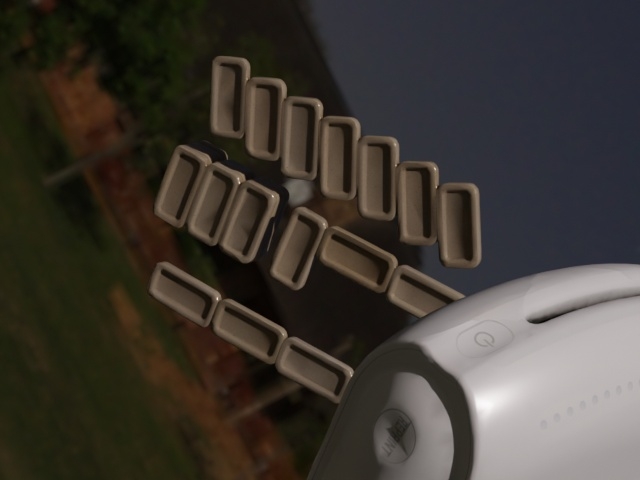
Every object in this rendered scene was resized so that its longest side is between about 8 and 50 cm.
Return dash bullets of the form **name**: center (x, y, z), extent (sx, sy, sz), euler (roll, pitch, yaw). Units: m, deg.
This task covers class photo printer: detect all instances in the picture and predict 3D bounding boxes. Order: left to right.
- **photo printer**: center (0.094, 0.150, 0.988), extent (0.107, 0.256, 0.307), euler (42, -57, 33)

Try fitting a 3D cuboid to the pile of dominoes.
- **pile of dominoes**: center (0.000, 0.000, 1.313), extent (0.251, 0.196, 0.040), euler (29, 20, 18)
